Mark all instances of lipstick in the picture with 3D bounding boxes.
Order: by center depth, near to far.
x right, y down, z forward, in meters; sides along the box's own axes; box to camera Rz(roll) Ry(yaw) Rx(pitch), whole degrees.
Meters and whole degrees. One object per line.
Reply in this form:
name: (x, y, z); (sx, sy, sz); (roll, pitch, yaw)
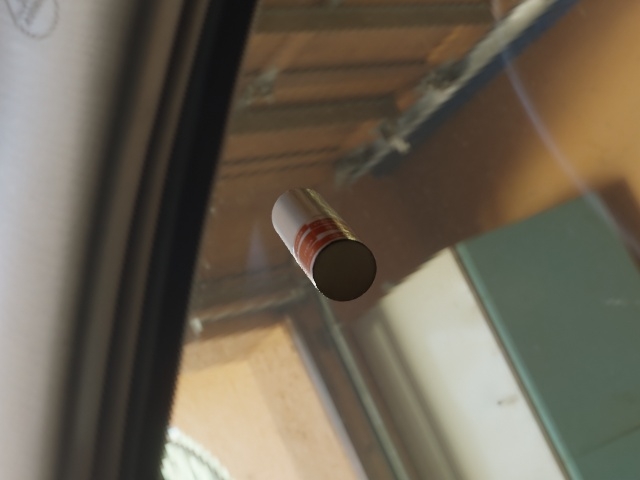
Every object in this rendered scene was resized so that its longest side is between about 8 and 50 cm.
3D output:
lipstick: (0.000, 0.000, 0.822); (0.038, 0.038, 0.130); (-24, 19, -5)
